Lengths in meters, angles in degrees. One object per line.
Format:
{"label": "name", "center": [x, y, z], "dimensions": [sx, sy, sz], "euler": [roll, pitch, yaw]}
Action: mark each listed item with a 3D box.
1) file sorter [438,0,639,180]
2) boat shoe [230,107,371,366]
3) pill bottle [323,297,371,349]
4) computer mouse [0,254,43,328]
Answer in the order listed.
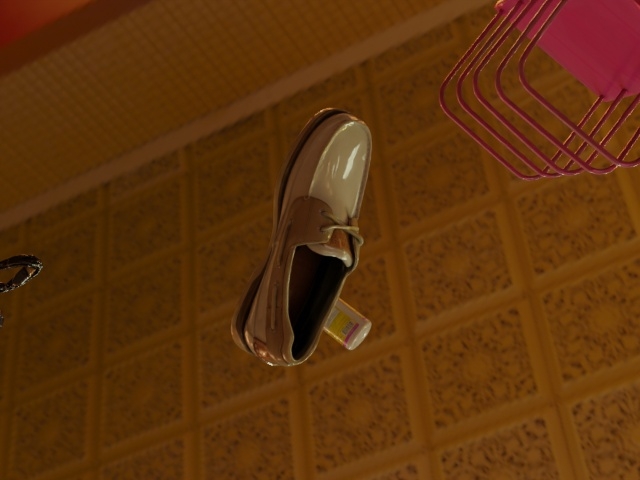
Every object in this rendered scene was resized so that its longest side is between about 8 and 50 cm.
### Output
{"label": "file sorter", "center": [0.296, -0.192, 1.527], "dimensions": [0.182, 0.202, 0.290], "euler": [-53, -170, -8]}
{"label": "boat shoe", "center": [0.000, 0.000, 1.425], "dimensions": [0.103, 0.113, 0.302], "euler": [19, -89, 54]}
{"label": "pill bottle", "center": [0.017, 0.090, 1.495], "dimensions": [0.083, 0.043, 0.043], "euler": [38, -100, 16]}
{"label": "computer mouse", "center": [-0.413, 0.087, 1.569], "dimensions": [0.242, 0.071, 0.041], "euler": [-42, -137, 43]}
